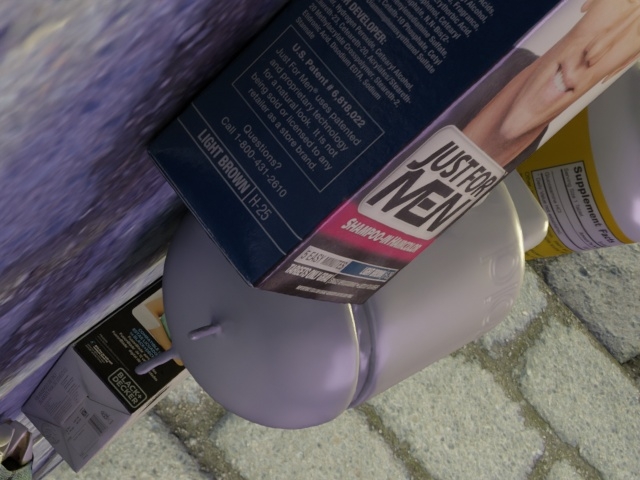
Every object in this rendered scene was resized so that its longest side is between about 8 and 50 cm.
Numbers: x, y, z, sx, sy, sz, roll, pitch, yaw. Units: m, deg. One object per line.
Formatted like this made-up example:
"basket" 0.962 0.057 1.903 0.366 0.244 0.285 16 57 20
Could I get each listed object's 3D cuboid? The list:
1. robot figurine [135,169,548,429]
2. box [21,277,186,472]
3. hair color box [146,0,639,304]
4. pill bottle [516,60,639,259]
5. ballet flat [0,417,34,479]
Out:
"robot figurine" 0.022 0.023 0.810 0.353 0.200 0.300 -24 161 -32
"box" -0.155 0.097 1.045 0.290 0.087 0.169 -39 176 -43
"hair color box" 0.091 -0.116 0.547 0.347 0.105 0.174 -43 161 12
"pill bottle" 0.249 -0.081 1.030 0.334 0.188 0.188 -11 -163 34
"ballet flat" -0.294 0.196 0.917 0.070 0.070 0.188 -42 -179 -4
